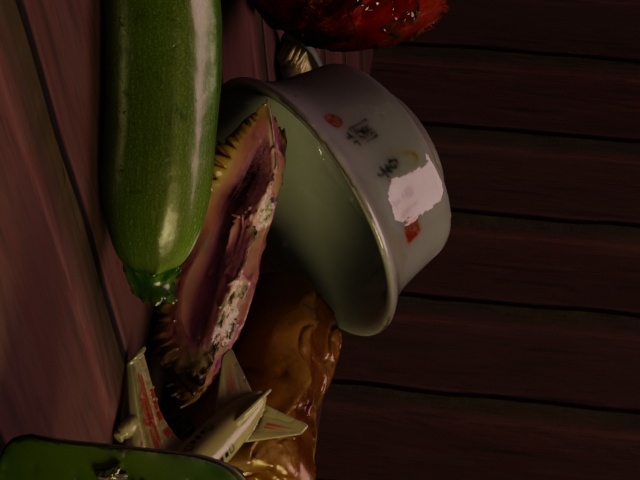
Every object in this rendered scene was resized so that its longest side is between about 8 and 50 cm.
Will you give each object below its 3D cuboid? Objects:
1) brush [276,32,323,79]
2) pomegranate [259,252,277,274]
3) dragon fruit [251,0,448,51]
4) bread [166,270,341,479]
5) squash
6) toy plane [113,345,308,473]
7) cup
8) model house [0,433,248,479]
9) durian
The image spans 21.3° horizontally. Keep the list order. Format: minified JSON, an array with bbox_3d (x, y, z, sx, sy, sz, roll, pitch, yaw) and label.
[{"bbox_3d":[-0.046,-0.288,2.589,0.060,0.068,0.297,-61,164,-12],"label":"brush"},{"bbox_3d":[0.000,0.000,2.351,0.270,0.252,0.229,141,-37,-74],"label":"pomegranate"},{"bbox_3d":[0.034,-0.366,2.096,0.302,0.296,0.295,8,86,-61],"label":"dragon fruit"},{"bbox_3d":[-0.083,0.179,1.969,0.149,0.195,0.344,49,27,-23],"label":"bread"},{"bbox_3d":[-0.141,-0.134,1.512,0.107,0.107,0.395,-67,160,-71],"label":"squash"},{"bbox_3d":[-0.134,0.231,1.700,0.256,0.242,0.104,-44,-179,-20],"label":"toy plane"},{"bbox_3d":[0.034,-0.073,2.038,0.163,0.347,0.347,-32,146,-23],"label":"cup"},{"bbox_3d":[-0.148,0.286,1.348,0.154,0.207,0.293,-68,163,-81],"label":"model house"},{"bbox_3d":[-0.121,0.019,1.884,0.191,0.112,0.341,115,-10,-80],"label":"durian"}]
